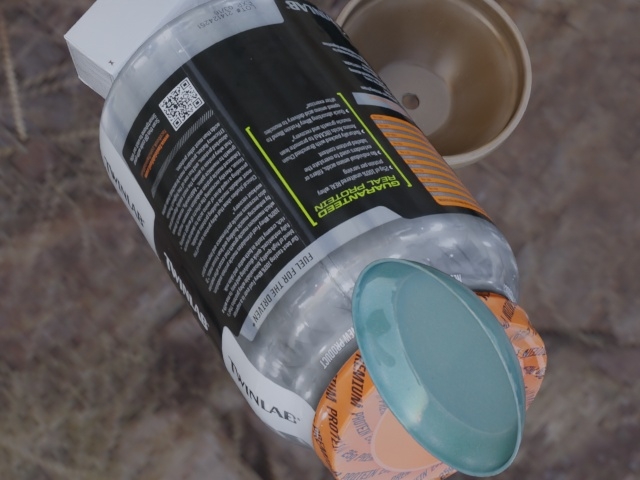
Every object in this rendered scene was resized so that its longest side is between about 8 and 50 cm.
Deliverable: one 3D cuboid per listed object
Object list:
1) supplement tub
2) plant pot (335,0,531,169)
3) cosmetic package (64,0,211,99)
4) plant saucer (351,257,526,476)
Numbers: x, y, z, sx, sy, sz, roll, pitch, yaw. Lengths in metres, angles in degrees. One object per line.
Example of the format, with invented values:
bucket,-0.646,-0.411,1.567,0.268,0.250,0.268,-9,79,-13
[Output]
supplement tub,0.000,0.000,1.192,0.193,0.316,0.194,-21,142,-18
plant pot,0.113,-0.179,2.108,0.237,0.237,0.110,-30,169,-20
cosmetic package,-0.117,-0.228,1.574,0.239,0.060,0.099,-49,172,-12
plant saucer,0.062,0.058,0.896,0.021,0.119,0.119,-30,135,-30
